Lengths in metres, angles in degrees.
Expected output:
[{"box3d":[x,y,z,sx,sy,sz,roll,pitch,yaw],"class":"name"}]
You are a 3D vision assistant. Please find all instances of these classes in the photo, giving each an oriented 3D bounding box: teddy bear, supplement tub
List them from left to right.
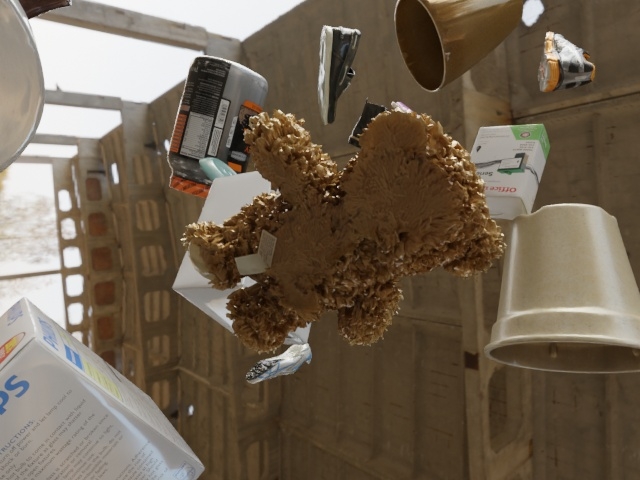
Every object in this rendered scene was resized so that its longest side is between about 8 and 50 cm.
[{"box3d":[-0.275,-0.283,1.185,0.207,0.207,0.338,23,-81,45],"class":"supplement tub"},{"box3d":[0.000,0.000,0.447,0.245,0.113,0.338,47,-56,8],"class":"teddy bear"}]

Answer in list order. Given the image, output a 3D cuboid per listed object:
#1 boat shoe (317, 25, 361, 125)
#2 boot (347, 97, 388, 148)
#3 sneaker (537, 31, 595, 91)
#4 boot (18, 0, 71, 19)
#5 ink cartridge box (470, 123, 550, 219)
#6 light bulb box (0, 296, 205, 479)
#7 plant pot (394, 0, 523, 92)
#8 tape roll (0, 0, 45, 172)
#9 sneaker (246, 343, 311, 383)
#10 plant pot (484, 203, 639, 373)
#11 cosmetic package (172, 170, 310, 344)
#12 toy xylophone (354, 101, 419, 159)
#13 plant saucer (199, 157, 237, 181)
[{"box3d":[0.036,-0.342,0.970,0.233,0.079,0.084,99,-19,-55],"class":"boat shoe"},{"box3d":[0.190,-0.305,1.272,0.197,0.077,0.137,22,-74,6],"class":"boot"},{"box3d":[0.466,-0.338,0.863,0.083,0.215,0.084,6,-48,20],"class":"sneaker"},{"box3d":[-0.523,-0.415,0.722,0.249,0.206,0.090,59,-10,21],"class":"boot"},{"box3d":[0.449,-0.169,1.111,0.160,0.092,0.220,7,-117,40],"class":"ink cartridge box"},{"box3d":[-0.453,0.320,0.785,0.357,0.225,0.361,5,-41,54],"class":"light bulb box"},{"box3d":[0.349,-0.529,1.108,0.237,0.254,0.237,63,-5,10],"class":"plant pot"},{"box3d":[-0.548,-0.215,0.528,0.072,0.391,0.392,53,-50,37],"class":"tape roll"},{"box3d":[-0.127,0.410,1.462,0.085,0.237,0.086,2,-72,57],"class":"sneaker"},{"box3d":[0.527,0.103,0.973,0.333,0.333,0.306,-20,-126,48],"class":"plant pot"},{"box3d":[-0.108,0.036,0.794,0.138,0.225,0.224,-4,-125,24],"class":"cosmetic package"},{"box3d":[0.101,-0.131,0.947,0.323,0.081,0.236,-61,-150,14],"class":"toy xylophone"},{"box3d":[-0.197,-0.133,0.934,0.021,0.119,0.119,-43,-121,12],"class":"plant saucer"}]
